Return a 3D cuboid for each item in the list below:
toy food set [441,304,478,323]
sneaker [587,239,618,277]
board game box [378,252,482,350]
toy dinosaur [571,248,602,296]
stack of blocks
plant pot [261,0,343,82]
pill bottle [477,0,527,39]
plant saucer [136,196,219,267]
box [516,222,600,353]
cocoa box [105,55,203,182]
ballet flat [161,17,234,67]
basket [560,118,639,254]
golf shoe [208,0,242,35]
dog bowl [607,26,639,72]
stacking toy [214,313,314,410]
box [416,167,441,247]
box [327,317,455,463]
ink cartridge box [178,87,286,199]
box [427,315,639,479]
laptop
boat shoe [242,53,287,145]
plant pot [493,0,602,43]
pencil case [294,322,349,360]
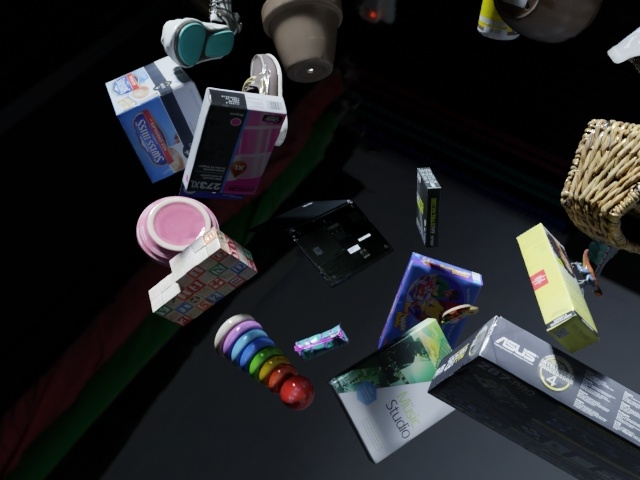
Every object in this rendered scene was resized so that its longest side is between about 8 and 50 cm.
[{"bbox_3d":[0.329,0.176,1.499,0.083,0.020,0.082,-4,-27,-26],"label":"toy food set"},{"bbox_3d":[0.733,0.000,1.557,0.083,0.098,0.223,-72,-10,-62],"label":"sneaker"},{"bbox_3d":[0.354,0.238,2.062,0.078,0.233,0.347,-67,-5,-66],"label":"board game box"},{"bbox_3d":[0.541,0.073,1.265,0.090,0.082,0.047,-54,-30,8],"label":"toy dinosaur"},{"bbox_3d":[-0.355,0.110,1.819,0.297,0.087,0.171,-36,-42,14],"label":"stack of blocks"},{"bbox_3d":[-0.044,-0.635,1.989,0.263,0.263,0.229,36,-137,-72],"label":"plant pot"},{"bbox_3d":[0.492,-0.650,1.660,0.117,0.117,0.215,-42,-34,-46],"label":"pill bottle"},{"bbox_3d":[-0.576,-0.049,2.556,0.332,0.332,0.084,-49,-8,-33],"label":"plant saucer"},{"bbox_3d":[0.415,0.078,1.109,0.058,0.087,0.232,-35,33,29],"label":"box"},{"bbox_3d":[-0.468,-0.366,1.855,0.228,0.347,0.231,-26,-56,-9],"label":"cocoa box"},{"bbox_3d":[-0.380,-0.581,1.819,0.400,0.139,0.139,-51,-16,-67],"label":"ballet flat"},{"bbox_3d":[0.625,-0.074,1.160,0.299,0.223,0.213,16,-84,-39],"label":"basket"},{"bbox_3d":[-0.336,-0.769,2.083,0.094,0.077,0.198,-46,-64,-39],"label":"golf shoe"},{"bbox_3d":[0.727,-0.298,1.210,0.102,0.349,0.349,-53,-11,32],"label":"dog bowl"},{"bbox_3d":[-0.141,0.336,1.701,0.141,0.330,0.141,-28,-46,-33],"label":"stacking toy"},{"bbox_3d":[0.315,-0.099,1.846,0.190,0.045,0.184,-91,-3,-66],"label":"box"},{"bbox_3d":[0.208,0.374,1.589,0.322,0.232,0.058,-29,4,-17],"label":"box"},{"bbox_3d":[-0.219,-0.199,1.499,0.176,0.069,0.371,2,-34,-23],"label":"ink cartridge box"},{"bbox_3d":[0.427,0.317,1.174,0.097,0.395,0.318,-58,-7,-23],"label":"box"},{"bbox_3d":[0.000,0.000,1.548,0.234,0.264,0.136,-28,-17,-40],"label":"laptop"},{"bbox_3d":[-0.171,-0.421,1.830,0.097,0.324,0.116,5,-29,-28],"label":"boat shoe"},{"bbox_3d":[0.478,-0.544,1.388,0.230,0.215,0.215,-22,-41,-47],"label":"plant pot"},{"bbox_3d":[0.004,0.301,1.848,0.152,0.064,0.070,-23,-25,7],"label":"pencil case"}]
